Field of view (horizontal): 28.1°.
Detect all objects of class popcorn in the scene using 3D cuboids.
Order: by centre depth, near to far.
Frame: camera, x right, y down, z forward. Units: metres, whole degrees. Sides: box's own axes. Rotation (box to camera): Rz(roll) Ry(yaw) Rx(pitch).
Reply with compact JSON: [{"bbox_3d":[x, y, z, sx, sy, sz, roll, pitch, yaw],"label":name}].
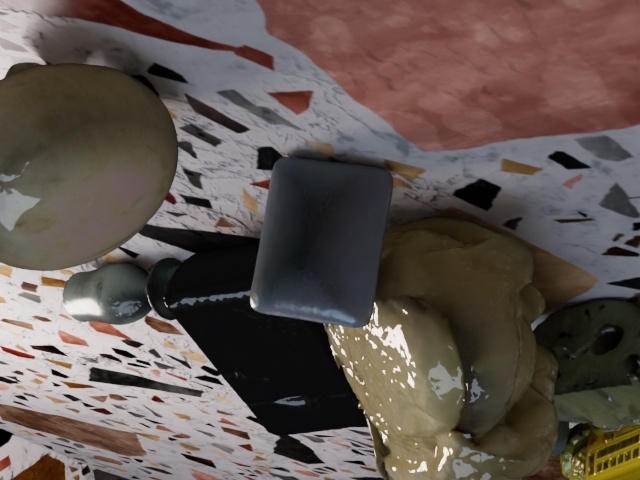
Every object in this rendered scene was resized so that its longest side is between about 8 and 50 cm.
[{"bbox_3d":[0.433,0.325,1.952,0.136,0.162,0.141,26,118,-9],"label":"popcorn"}]

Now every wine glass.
[{"bbox_3d":[-0.281,0.076,1.843,0.202,0.092,0.093,-5,151,40],"label":"wine glass"}]

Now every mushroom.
[{"bbox_3d":[-0.269,-0.089,1.310,0.246,0.202,0.246,-19,147,-13],"label":"mushroom"}]

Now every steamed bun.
[{"bbox_3d":[0.158,0.135,1.481,0.325,0.230,0.372,41,149,51],"label":"steamed bun"}]

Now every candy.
[{"bbox_3d":[0.000,0.000,1.368,0.138,0.174,0.071,8,174,18],"label":"candy"}]

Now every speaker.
[{"bbox_3d":[-0.039,0.113,1.724,0.180,0.184,0.388,-9,139,21],"label":"speaker"}]

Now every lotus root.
[{"bbox_3d":[0.358,0.155,1.569,0.235,0.138,0.119,-7,154,43],"label":"lotus root"}]

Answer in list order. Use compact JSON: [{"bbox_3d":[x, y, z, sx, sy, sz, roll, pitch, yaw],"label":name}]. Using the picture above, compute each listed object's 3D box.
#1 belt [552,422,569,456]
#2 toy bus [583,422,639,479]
[{"bbox_3d":[0.231,0.268,1.889,0.260,0.122,0.325,-6,162,32],"label":"belt"},{"bbox_3d":[0.479,0.262,1.726,0.144,0.152,0.330,18,158,-6],"label":"toy bus"}]
